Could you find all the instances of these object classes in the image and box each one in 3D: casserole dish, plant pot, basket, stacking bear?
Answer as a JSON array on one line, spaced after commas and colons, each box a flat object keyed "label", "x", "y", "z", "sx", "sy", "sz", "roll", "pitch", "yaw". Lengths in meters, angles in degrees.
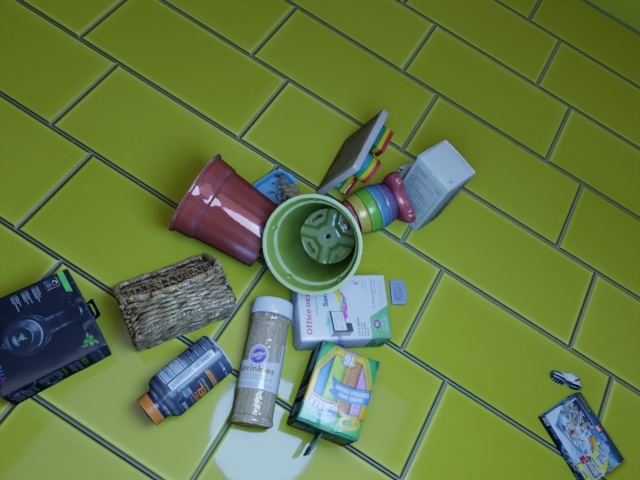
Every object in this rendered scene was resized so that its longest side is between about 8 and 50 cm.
[{"label": "casserole dish", "x": -0.159, "y": -0.156, "z": 1.808, "sx": 0.188, "sy": 0.037, "sz": 0.114, "roll": -38, "pitch": 79, "yaw": -25}, {"label": "plant pot", "x": 0.000, "y": 0.000, "z": 1.589, "sx": 0.276, "sy": 0.254, "sz": 0.276, "roll": 1, "pitch": 96, "yaw": 11}, {"label": "plant pot", "x": -0.265, "y": -0.074, "z": 1.636, "sx": 0.265, "sy": 0.272, "sz": 0.272, "roll": 32, "pitch": 63, "yaw": -6}, {"label": "basket", "x": -0.411, "y": 0.141, "z": 1.519, "sx": 0.299, "sy": 0.213, "sz": 0.223, "roll": -19, "pitch": 73, "yaw": -20}, {"label": "stacking bear", "x": 0.133, "y": -0.088, "z": 1.782, "sx": 0.289, "sy": 0.164, "sz": 0.175, "roll": -24, "pitch": 99, "yaw": -11}]

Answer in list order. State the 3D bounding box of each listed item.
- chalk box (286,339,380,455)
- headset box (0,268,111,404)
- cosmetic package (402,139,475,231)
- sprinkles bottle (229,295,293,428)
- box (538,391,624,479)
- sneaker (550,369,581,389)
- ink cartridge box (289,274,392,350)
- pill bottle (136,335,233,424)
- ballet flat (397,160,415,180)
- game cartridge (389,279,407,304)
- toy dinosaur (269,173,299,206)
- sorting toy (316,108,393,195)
[{"label": "chalk box", "x": 0.025, "y": 0.454, "z": 1.505, "sx": 0.179, "sy": 0.180, "sz": 0.289, "roll": 22, "pitch": 65, "yaw": -3}, {"label": "headset box", "x": -0.726, "y": 0.247, "z": 1.444, "sx": 0.283, "sy": 0.131, "sz": 0.246, "roll": -26, "pitch": 76, "yaw": -23}, {"label": "cosmetic package", "x": 0.359, "y": -0.173, "z": 1.791, "sx": 0.129, "sy": 0.296, "sz": 0.153, "roll": -33, "pitch": 78, "yaw": -22}, {"label": "sprinkles bottle", "x": -0.162, "y": 0.341, "z": 1.541, "sx": 0.121, "sy": 0.121, "sz": 0.355, "roll": 12, "pitch": 65, "yaw": -8}, {"label": "box", "x": 0.807, "y": 0.613, "z": 1.691, "sx": 0.159, "sy": 0.044, "sz": 0.233, "roll": -23, "pitch": 74, "yaw": -21}, {"label": "sneaker", "x": 0.794, "y": 0.446, "z": 1.771, "sx": 0.109, "sy": 0.040, "sz": 0.044, "roll": 26, "pitch": 47, "yaw": -5}, {"label": "ink cartridge box", "x": 0.057, "y": 0.217, "z": 1.649, "sx": 0.278, "sy": 0.117, "sz": 0.201, "roll": 0, "pitch": 67, "yaw": -13}, {"label": "pill bottle", "x": -0.368, "y": 0.381, "z": 1.470, "sx": 0.245, "sy": 0.130, "sz": 0.130, "roll": -39, "pitch": 80, "yaw": -24}, {"label": "ballet flat", "x": 0.284, "y": -0.234, "z": 1.937, "sx": 0.052, "sy": 0.057, "sz": 0.168, "roll": 33, "pitch": 63, "yaw": 13}, {"label": "game cartridge", "x": 0.253, "y": 0.169, "z": 1.773, "sx": 0.056, "sy": 0.017, "sz": 0.083, "roll": 2, "pitch": 66, "yaw": -8}, {"label": "toy dinosaur", "x": -0.103, "y": -0.147, "z": 1.768, "sx": 0.092, "sy": 0.053, "sz": 0.183, "roll": -31, "pitch": 78, "yaw": -25}, {"label": "sorting toy", "x": 0.127, "y": -0.269, "z": 1.814, "sx": 0.089, "sy": 0.257, "sz": 0.255, "roll": 36, "pitch": 63, "yaw": -15}]
